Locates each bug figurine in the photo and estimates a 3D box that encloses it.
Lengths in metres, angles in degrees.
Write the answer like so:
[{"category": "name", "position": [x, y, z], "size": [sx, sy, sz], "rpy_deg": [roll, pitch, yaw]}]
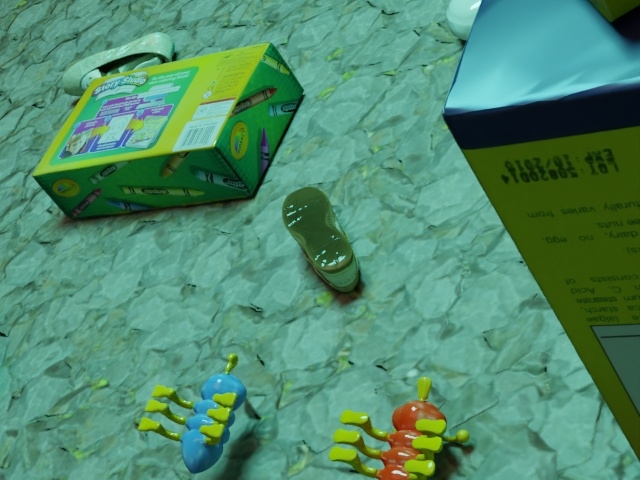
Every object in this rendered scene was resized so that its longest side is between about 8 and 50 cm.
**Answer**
[{"category": "bug figurine", "position": [-0.030, 0.192, 0.956], "size": [0.279, 0.072, 0.216], "rpy_deg": [4, 58, 35]}]

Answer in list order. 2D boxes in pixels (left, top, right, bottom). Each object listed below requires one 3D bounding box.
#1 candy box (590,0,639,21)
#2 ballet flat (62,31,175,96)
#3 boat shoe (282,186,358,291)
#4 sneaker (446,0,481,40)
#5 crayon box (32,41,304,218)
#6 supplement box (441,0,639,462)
[{"category": "candy box", "position": [0.210, -0.191, 0.621], "size": [0.206, 0.027, 0.105], "rpy_deg": [-30, 39, 7]}, {"category": "ballet flat", "position": [-0.265, -0.220, 1.621], "size": [0.168, 0.057, 0.052], "rpy_deg": [-24, 48, 17]}, {"category": "boat shoe", "position": [0.000, 0.000, 1.167], "size": [0.050, 0.045, 0.135], "rpy_deg": [-24, 39, 0]}, {"category": "sneaker", "position": [0.231, -0.330, 1.287], "size": [0.290, 0.123, 0.106], "rpy_deg": [-40, 38, -3]}, {"category": "crayon box", "position": [-0.174, -0.121, 1.412], "size": [0.278, 0.081, 0.165], "rpy_deg": [-5, 46, 35]}, {"category": "supplement box", "position": [0.247, -0.027, 0.734], "size": [0.194, 0.356, 0.195], "rpy_deg": [-6, 45, 33]}]
